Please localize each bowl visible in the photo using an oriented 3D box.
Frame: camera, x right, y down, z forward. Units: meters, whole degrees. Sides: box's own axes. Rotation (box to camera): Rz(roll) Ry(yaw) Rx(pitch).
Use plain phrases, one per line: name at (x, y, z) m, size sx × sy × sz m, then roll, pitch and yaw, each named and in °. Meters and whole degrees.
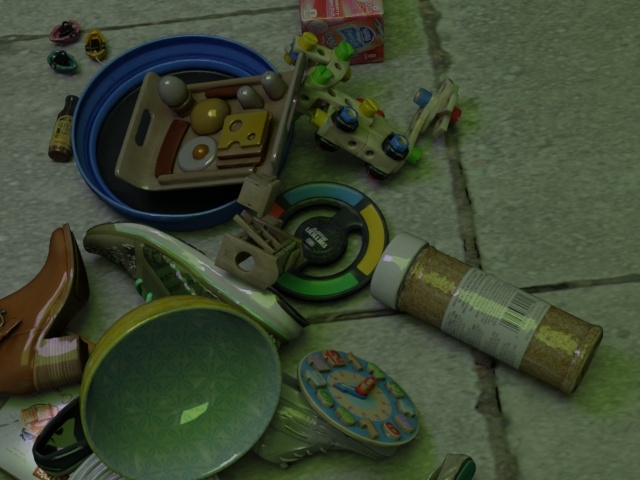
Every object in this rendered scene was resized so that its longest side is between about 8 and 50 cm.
bowl at (-0.216, 0.189, 1.678) m, size 0.289 × 0.289 × 0.156 m, roll -27°, pitch 32°, yaw -11°
bowl at (-0.238, -0.189, 2.056) m, size 0.391 × 0.077 × 0.391 m, roll -2°, pitch 61°, yaw 3°

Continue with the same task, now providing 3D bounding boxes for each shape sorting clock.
shape sorting clock at (0.059, 0.233, 1.755) m, size 0.206 × 0.040 × 0.206 m, roll 22°, pitch 23°, yaw -10°

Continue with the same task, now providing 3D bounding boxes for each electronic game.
electronic game at (0.000, 0.000, 1.949) m, size 0.229 × 0.048 × 0.229 m, roll -2°, pitch 61°, yaw 3°

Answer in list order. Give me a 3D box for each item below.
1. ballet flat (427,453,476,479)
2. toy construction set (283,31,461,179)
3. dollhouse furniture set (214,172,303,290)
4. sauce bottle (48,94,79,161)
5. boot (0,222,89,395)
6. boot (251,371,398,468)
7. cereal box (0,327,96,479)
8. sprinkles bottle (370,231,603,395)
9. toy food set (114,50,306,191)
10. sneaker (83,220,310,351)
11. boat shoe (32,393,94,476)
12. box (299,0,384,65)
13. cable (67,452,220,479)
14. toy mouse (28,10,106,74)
ballet flat at (0.166, 0.372, 1.674) m, size 0.052 × 0.057 × 0.168 m, roll 10°, pitch 42°, yaw 35°
toy construction set at (0.079, -0.232, 2.016) m, size 0.328 × 0.151 × 0.215 m, roll 17°, pitch 44°, yaw -6°
dollhouse furniture set at (-0.060, -0.032, 1.819) m, size 0.101 × 0.161 × 0.182 m, roll 27°, pitch 23°, yaw 12°
sauce bottle at (-0.459, -0.204, 2.099) m, size 0.042 × 0.042 × 0.128 m, roll 2°, pitch 62°, yaw 5°
boot at (-0.481, 0.110, 1.845) m, size 0.220 × 0.109 × 0.283 m, roll -6°, pitch 69°, yaw 1°
boot at (-0.019, 0.295, 1.774) m, size 0.258 × 0.095 × 0.123 m, roll 28°, pitch 97°, yaw 3°
cereal box at (-0.400, 0.274, 1.821) m, size 0.173 × 0.047 × 0.240 m, roll 27°, pitch 65°, yaw 16°
sprinkles bottle at (0.256, 0.112, 1.827) m, size 0.355 × 0.121 × 0.121 m, roll 27°, pitch 66°, yaw 17°
toy food set at (-0.179, -0.203, 1.920) m, size 0.306 × 0.092 × 0.219 m, roll -4°, pitch 58°, yaw 27°
sneaker at (-0.231, 0.104, 1.861) m, size 0.410 × 0.158 × 0.182 m, roll 25°, pitch 76°, yaw 20°
boat shoe at (-0.326, 0.251, 1.759) m, size 0.254 × 0.079 × 0.095 m, roll -35°, pitch 69°, yaw -17°
box at (0.033, -0.483, 2.165) m, size 0.154 × 0.142 × 0.300 m, roll -6°, pitch 61°, yaw 1°
cable at (-0.259, 0.416, 1.710) m, size 0.257 × 0.089 × 0.257 m, roll 26°, pitch 64°, yaw 17°
toy mouse at (-0.475, -0.361, 2.194) m, size 0.143 × 0.031 × 0.161 m, roll -13°, pitch 60°, yaw -4°
